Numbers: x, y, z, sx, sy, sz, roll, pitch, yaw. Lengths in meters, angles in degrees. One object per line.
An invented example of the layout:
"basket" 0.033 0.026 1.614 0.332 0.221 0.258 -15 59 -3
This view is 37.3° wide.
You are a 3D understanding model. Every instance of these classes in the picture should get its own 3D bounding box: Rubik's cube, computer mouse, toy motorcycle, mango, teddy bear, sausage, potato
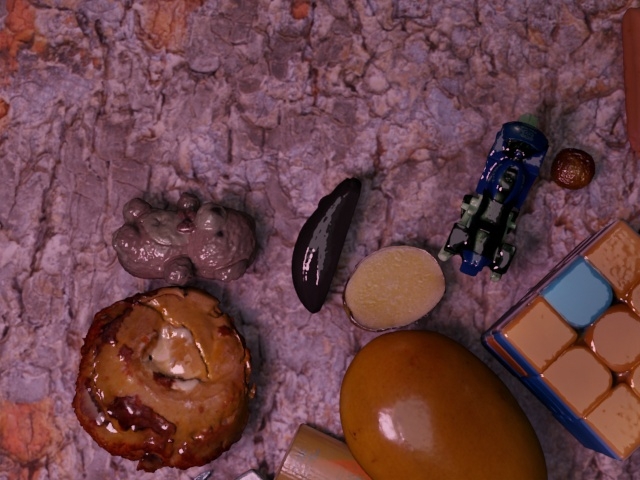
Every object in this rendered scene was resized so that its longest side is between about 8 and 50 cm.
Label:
"Rubik's cube" 0.491 0.175 1.661 0.291 0.290 0.292 -43 81 -3
"computer mouse" 0.000 0.000 1.787 0.086 0.137 0.270 19 85 -4
"toy motorcycle" 0.334 -0.093 1.752 0.125 0.196 0.331 22 83 5
"mango" 0.224 0.356 1.672 0.300 0.232 0.446 -35 81 -30
"teddy bear" -0.254 0.003 1.789 0.267 0.151 0.236 -3 43 9
"sausage" 0.627 -0.308 1.821 0.086 0.086 0.289 -1 81 3
"potato" 0.140 0.100 1.798 0.200 0.081 0.164 -26 74 -3

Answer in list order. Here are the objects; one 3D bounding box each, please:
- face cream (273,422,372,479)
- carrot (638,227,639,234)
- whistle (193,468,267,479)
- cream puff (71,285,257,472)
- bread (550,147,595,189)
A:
"face cream" 0.062 0.460 1.758 0.285 0.067 0.139 24 83 6
"carrot" 0.751 0.033 1.773 0.307 0.100 0.258 27 83 -1
"whistle" -0.200 0.536 1.747 0.186 0.093 0.274 42 88 18
"cream puff" -0.290 0.258 1.716 0.350 0.229 0.351 14 56 -21
"bread" 0.485 -0.138 1.821 0.085 0.053 0.085 0 82 3
